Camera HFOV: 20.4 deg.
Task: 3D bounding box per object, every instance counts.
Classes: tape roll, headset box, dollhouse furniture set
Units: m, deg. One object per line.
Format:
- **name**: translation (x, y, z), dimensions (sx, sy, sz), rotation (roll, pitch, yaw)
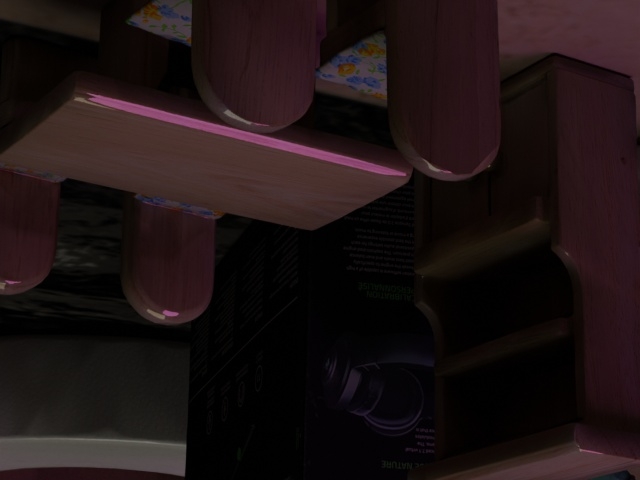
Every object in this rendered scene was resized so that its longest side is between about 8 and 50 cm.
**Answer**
- **tape roll**: translation (-0.152, 0.150, 1.255), dimensions (0.392, 0.072, 0.392), rotation (0, 160, 0)
- **headset box**: translation (0.018, 0.134, 0.881), dimensions (0.131, 0.283, 0.246), rotation (7, 159, -15)
- **dollhouse furniture set**: translation (0.000, 0.000, 0.678), dimensions (0.242, 0.161, 0.212), rotation (12, 158, -30)

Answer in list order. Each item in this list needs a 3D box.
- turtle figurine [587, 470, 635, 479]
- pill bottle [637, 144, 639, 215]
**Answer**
- **turtle figurine**: translation (0.263, 0.185, 1.287), dimensions (0.175, 0.118, 0.234), rotation (13, 152, -32)
- **pill bottle**: translation (0.190, -0.005, 0.803), dimensions (0.116, 0.065, 0.065), rotation (7, 160, -18)
